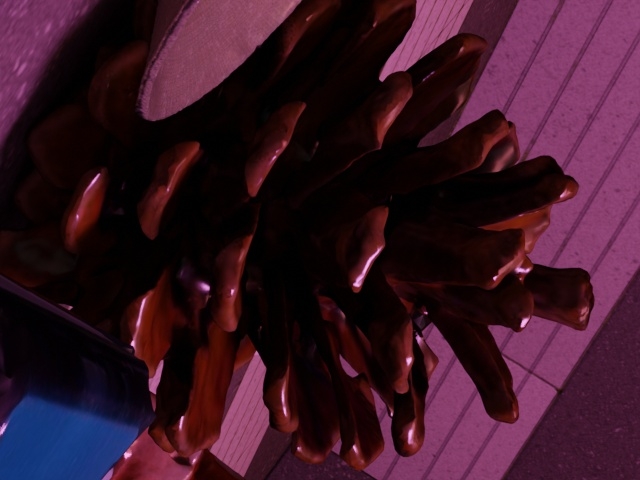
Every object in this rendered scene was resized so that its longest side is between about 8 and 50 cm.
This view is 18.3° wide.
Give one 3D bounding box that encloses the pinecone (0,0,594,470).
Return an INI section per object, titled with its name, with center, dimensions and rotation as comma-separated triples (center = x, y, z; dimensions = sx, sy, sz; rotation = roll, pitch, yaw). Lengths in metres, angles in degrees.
[pinecone]
center = 0.000, 0.000, 1.305
dimensions = 0.384, 0.384, 0.384
rotation = -56, 173, -11

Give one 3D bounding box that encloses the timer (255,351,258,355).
[timer]
center = -0.092, 0.047, 1.667
dimensions = 0.255, 0.175, 0.175
rotation = -57, 173, 1

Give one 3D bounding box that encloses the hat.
[hat]
center = -0.049, -0.198, 1.004
dimensions = 0.257, 0.130, 0.257
rotation = -48, 175, -5

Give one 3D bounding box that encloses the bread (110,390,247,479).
[bread]
center = -0.130, 0.248, 1.613
dimensions = 0.114, 0.327, 0.295
rotation = -52, -172, -26

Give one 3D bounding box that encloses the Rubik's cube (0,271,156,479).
[Rubik's cube]
center = -0.222, 0.076, 0.565
dimensions = 0.248, 0.250, 0.246
rotation = -60, 173, -4
